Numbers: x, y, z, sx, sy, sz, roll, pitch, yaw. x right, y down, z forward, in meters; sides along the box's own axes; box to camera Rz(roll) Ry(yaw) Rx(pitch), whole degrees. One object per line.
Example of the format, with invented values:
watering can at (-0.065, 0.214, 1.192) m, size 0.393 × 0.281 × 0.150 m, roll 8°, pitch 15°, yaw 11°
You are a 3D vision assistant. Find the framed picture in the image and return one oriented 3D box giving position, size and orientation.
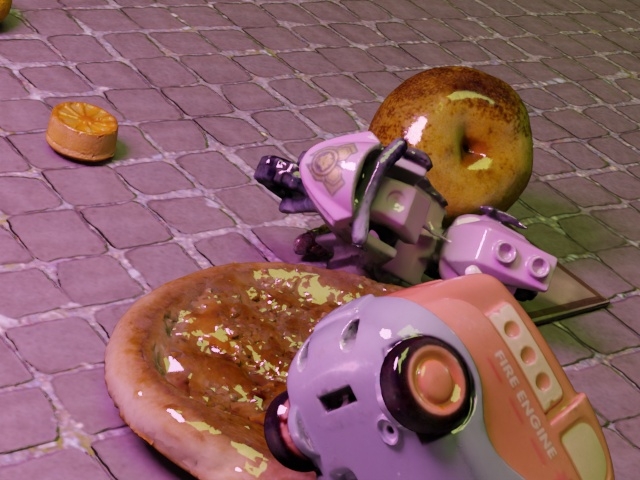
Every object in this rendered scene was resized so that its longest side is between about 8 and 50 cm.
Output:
framed picture at (0.201, 0.024, 1.485) m, size 0.173 × 0.010 × 0.231 m, roll -10°, pitch 38°, yaw -38°

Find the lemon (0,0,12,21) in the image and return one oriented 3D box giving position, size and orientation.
lemon at (-0.449, -0.319, 1.680) m, size 0.082 × 0.082 × 0.110 m, roll 14°, pitch 28°, yaw -3°

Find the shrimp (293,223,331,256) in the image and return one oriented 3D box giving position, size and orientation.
shrimp at (0.004, 0.001, 1.409) m, size 0.038 × 0.029 × 0.092 m, roll 26°, pitch 27°, yaw 19°

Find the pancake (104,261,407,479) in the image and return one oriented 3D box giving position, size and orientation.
pancake at (0.006, 0.127, 1.151) m, size 0.382 × 0.071 × 0.382 m, roll 12°, pitch 30°, yaw -7°

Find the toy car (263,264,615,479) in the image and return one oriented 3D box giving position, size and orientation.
toy car at (0.109, 0.152, 0.956) m, size 0.212 × 0.180 × 0.270 m, roll -26°, pitch 88°, yaw -38°

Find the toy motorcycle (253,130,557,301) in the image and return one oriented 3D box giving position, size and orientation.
toy motorcycle at (0.091, -0.017, 1.305) m, size 0.327 × 0.143 × 0.188 m, roll 24°, pitch -13°, yaw -7°

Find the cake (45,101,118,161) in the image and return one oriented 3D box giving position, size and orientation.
cake at (-0.274, -0.124, 1.468) m, size 0.084 × 0.044 × 0.084 m, roll 13°, pitch 30°, yaw -8°

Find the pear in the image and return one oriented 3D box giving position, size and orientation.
pear at (0.146, -0.104, 1.480) m, size 0.197 × 0.197 × 0.197 m, roll 12°, pitch 29°, yaw -7°
